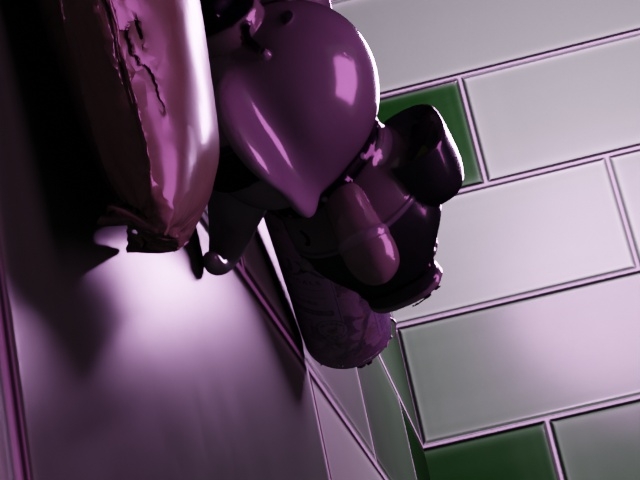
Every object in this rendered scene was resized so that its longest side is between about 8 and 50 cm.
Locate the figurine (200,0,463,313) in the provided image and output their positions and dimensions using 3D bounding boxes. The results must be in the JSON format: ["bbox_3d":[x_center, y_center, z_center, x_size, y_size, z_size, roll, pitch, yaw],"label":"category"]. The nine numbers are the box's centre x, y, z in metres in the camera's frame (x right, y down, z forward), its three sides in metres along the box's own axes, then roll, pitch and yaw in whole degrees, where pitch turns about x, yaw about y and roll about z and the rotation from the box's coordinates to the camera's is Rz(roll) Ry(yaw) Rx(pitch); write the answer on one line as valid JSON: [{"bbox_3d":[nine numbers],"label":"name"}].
[{"bbox_3d":[-0.011,-0.048,0.694,0.192,0.126,0.147,55,25,-30],"label":"figurine"}]

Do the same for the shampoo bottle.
[{"bbox_3d":[0.000,0.000,0.978,0.214,0.072,0.072,74,5,-48],"label":"shampoo bottle"}]

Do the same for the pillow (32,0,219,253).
[{"bbox_3d":[-0.071,-0.099,0.493,0.119,0.053,0.208,-3,81,-86],"label":"pillow"}]
